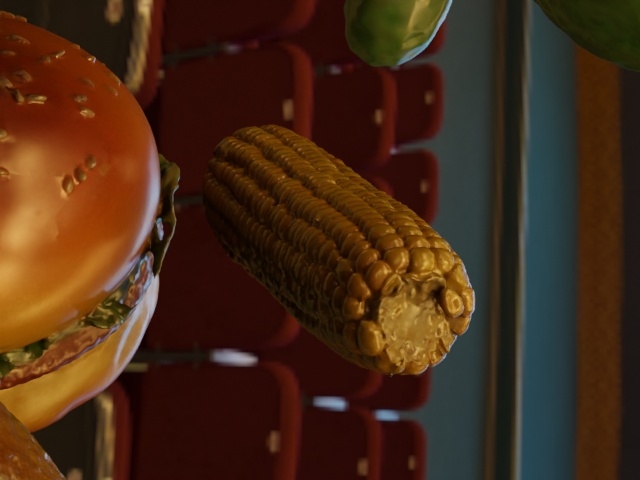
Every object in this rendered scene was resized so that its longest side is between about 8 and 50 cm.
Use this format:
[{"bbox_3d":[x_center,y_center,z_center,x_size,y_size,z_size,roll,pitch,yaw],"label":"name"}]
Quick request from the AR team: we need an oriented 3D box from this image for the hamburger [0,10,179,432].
[{"bbox_3d":[-0.191,-0.025,0.680,0.170,0.246,0.246,97,10,-45],"label":"hamburger"}]

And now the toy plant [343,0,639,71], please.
[{"bbox_3d":[0.064,-0.245,0.748,0.317,0.210,0.356,22,46,-20],"label":"toy plant"}]

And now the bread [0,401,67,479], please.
[{"bbox_3d":[-0.174,0.079,0.464,0.172,0.103,0.132,48,27,8],"label":"bread"}]

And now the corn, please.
[{"bbox_3d":[0.000,0.000,0.585,0.207,0.068,0.068,-139,-147,-59],"label":"corn"}]
